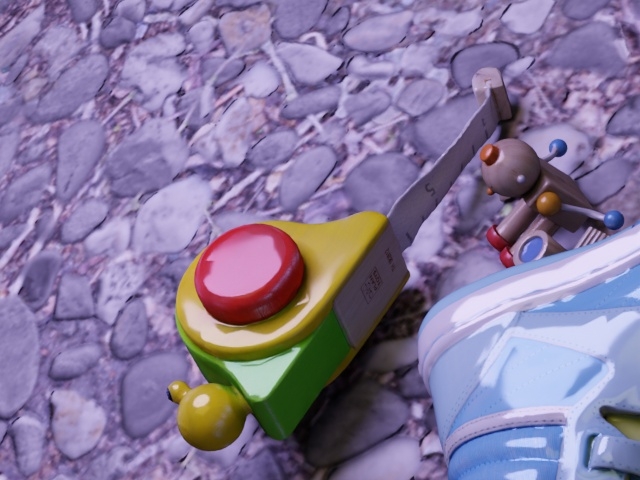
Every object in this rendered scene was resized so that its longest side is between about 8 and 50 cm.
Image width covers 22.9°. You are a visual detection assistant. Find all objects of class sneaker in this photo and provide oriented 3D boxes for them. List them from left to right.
[{"bbox_3d":[0.200,0.086,0.814,0.319,0.127,0.208,-27,42,27],"label":"sneaker"}]

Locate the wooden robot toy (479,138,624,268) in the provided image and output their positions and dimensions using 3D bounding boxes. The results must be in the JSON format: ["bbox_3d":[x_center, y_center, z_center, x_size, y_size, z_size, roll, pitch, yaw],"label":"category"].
[{"bbox_3d":[0.123,-0.024,0.969,0.076,0.079,0.173,-46,32,14],"label":"wooden robot toy"}]

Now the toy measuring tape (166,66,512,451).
[{"bbox_3d":[0.000,0.000,1.032,0.121,0.121,0.330,13,56,40],"label":"toy measuring tape"}]
